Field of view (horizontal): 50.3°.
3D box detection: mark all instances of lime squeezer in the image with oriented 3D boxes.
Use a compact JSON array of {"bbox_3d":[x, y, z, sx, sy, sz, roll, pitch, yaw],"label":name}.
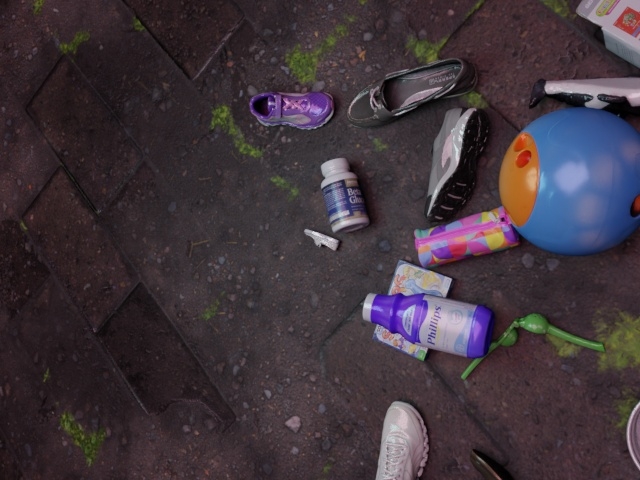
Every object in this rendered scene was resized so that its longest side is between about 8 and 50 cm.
[{"bbox_3d":[0.437,0.217,1.475,0.310,0.059,0.110,-18,111,24],"label":"lime squeezer"}]

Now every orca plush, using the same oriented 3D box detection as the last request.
[{"bbox_3d":[0.578,-0.272,1.404,0.287,0.151,0.102,3,119,24],"label":"orca plush"}]

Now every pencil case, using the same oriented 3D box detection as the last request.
[{"bbox_3d":[0.324,-0.009,1.512,0.236,0.104,0.105,-19,78,25],"label":"pencil case"}]

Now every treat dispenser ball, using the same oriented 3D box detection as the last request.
[{"bbox_3d":[0.494,-0.113,1.327,0.288,0.288,0.288,-2,86,27],"label":"treat dispenser ball"}]

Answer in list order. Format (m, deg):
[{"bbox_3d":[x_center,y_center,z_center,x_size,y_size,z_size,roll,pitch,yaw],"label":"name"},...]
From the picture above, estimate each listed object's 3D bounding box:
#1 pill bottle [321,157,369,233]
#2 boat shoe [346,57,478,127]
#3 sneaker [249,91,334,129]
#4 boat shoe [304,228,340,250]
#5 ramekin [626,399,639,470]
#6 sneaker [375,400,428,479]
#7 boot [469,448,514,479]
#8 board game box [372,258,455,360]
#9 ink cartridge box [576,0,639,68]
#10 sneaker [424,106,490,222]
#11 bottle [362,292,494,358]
[{"bbox_3d":[0.054,-0.109,1.656,0.094,0.094,0.170,-20,78,24],"label":"pill bottle"},{"bbox_3d":[0.198,-0.355,1.600,0.335,0.095,0.112,-15,80,25],"label":"boat shoe"},{"bbox_3d":[-0.082,-0.338,1.736,0.236,0.104,0.095,3,86,26],"label":"sneaker"},{"bbox_3d":[0.000,0.000,1.711,0.100,0.035,0.035,21,93,20],"label":"boat shoe"},{"bbox_3d":[0.694,0.372,1.293,0.207,0.109,0.207,-2,85,27],"label":"ramekin"},{"bbox_3d":[0.175,0.514,1.541,0.110,0.118,0.292,0,85,28],"label":"sneaker"},{"bbox_3d":[0.380,0.556,1.454,0.219,0.082,0.106,44,103,20],"label":"boot"},{"bbox_3d":[0.216,0.160,1.588,0.136,0.035,0.201,20,95,26],"label":"board game box"},{"bbox_3d":[0.711,-0.491,1.333,0.272,0.130,0.309,43,105,24],"label":"ink cartridge box"},{"bbox_3d":[0.295,-0.172,1.551,0.108,0.100,0.272,28,103,50],"label":"sneaker"},{"bbox_3d":[0.234,0.175,1.506,0.282,0.092,0.118,12,93,24],"label":"bottle"}]
